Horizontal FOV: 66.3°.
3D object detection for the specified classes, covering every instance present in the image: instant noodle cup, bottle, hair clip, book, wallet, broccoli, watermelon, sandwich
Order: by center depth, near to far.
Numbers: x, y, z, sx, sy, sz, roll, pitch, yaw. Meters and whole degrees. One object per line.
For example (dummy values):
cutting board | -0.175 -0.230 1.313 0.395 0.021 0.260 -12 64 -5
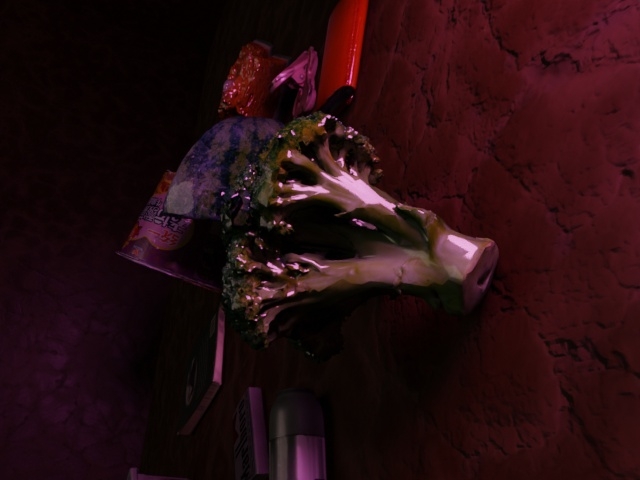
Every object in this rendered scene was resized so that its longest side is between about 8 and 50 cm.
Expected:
broccoli | 0.040 0.012 0.505 0.269 0.269 0.254 -155 74 -68
bottle | -0.028 0.333 0.659 0.096 0.079 0.254 65 -163 -56
wallet | 0.040 -0.333 0.874 0.142 0.045 0.204 159 121 -67
watermelon | -0.198 -0.131 1.087 0.292 0.250 0.283 -36 41 53
hair clip | -0.036 -0.349 1.092 0.138 0.102 0.123 -51 14 -23
sandwich | -0.155 -0.353 1.182 0.212 0.109 0.292 54 -124 -72
instant noodle cup | -0.359 -0.023 1.375 0.340 0.339 0.266 1 69 68
book | -0.352 0.389 1.466 0.260 0.043 0.371 -96 29 -42

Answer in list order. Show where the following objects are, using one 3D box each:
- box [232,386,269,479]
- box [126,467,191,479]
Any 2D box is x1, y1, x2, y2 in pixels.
box | -0.133 0.388 0.933 0.177 0.035 0.115 -106 35 -49
box | -0.403 0.706 1.229 0.312 0.182 0.175 173 109 -66
